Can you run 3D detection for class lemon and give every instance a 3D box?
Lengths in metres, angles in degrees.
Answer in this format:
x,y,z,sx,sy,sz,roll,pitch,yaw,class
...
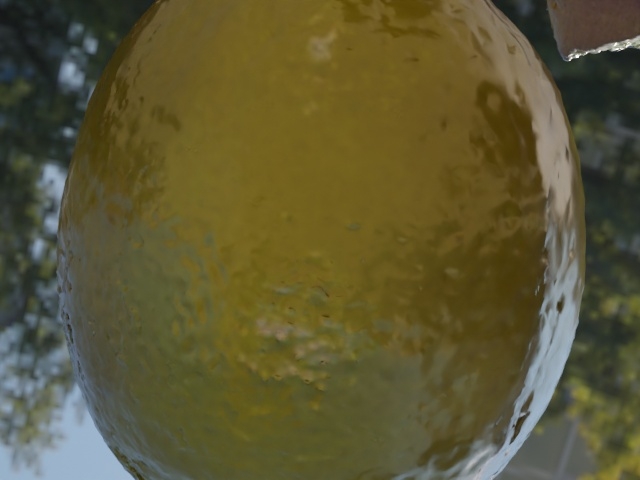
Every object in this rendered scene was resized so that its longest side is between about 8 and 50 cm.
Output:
x,y,z,sx,sy,sz,roll,pitch,yaw,class
-0.001,0.004,0.793,0.236,0.263,0.236,-17,-172,3,lemon

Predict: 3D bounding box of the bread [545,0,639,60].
x,y,z,sx,sy,sz,roll,pitch,yaw,class
0.283,-0.207,1.340,0.260,0.129,0.134,-5,175,8,bread
